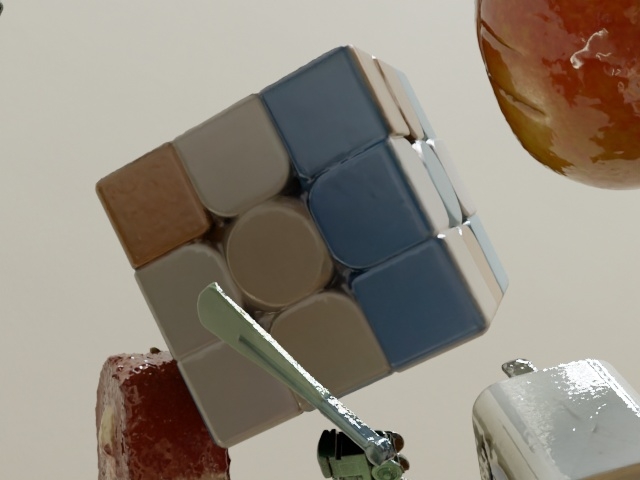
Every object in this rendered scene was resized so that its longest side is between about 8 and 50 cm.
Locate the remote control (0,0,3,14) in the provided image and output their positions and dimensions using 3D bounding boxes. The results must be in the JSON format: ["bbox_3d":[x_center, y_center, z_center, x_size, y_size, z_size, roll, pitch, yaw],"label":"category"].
[{"bbox_3d":[-0.404,-0.267,0.988,0.018,0.124,0.053,25,-95,39],"label":"remote control"}]

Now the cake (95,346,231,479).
[{"bbox_3d":[-0.205,0.275,1.140,0.151,0.177,0.282,-3,-96,-34],"label":"cake"}]

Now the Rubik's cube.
[{"bbox_3d":[0.000,0.000,1.121,0.347,0.346,0.344,-28,-93,17],"label":"Rubik's cube"}]

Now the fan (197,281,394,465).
[{"bbox_3d":[-0.023,0.088,0.618,0.016,0.038,0.193,-22,-137,-39],"label":"fan"}]

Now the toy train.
[{"bbox_3d":[0.065,0.313,1.189,0.111,0.170,0.071,-7,-146,11],"label":"toy train"}]

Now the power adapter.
[{"bbox_3d":[0.188,0.167,0.702,0.125,0.205,0.130,-15,-68,-5],"label":"power adapter"}]

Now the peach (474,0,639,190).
[{"bbox_3d":[0.250,-0.176,0.670,0.245,0.274,0.248,18,-121,36],"label":"peach"}]
